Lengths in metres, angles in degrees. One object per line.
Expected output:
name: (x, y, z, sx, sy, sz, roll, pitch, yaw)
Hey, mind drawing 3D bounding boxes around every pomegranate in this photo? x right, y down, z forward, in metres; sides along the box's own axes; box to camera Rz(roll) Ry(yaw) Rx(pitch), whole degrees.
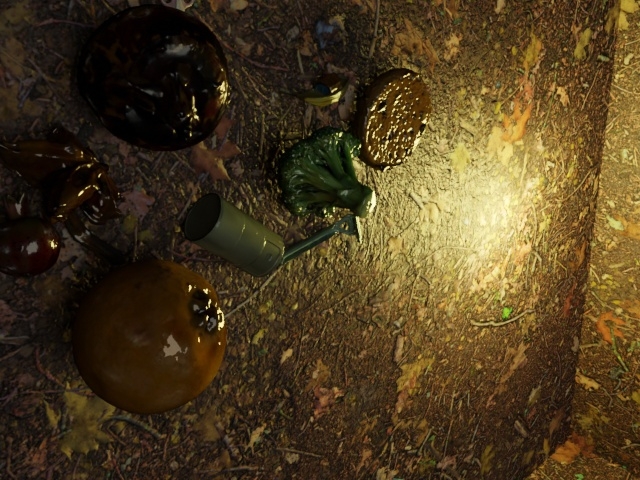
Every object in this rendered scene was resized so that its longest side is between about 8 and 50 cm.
pomegranate: (-0.552, -0.008, 1.141, 0.129, 0.129, 0.159, 19, 84, -44)

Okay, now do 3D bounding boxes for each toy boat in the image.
toy boat: (0.010, -0.381, 1.531, 0.172, 0.065, 0.066, -36, 140, -33)

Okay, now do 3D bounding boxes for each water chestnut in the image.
water chestnut: (-0.297, -0.294, 1.152, 0.300, 0.300, 0.300, -16, 116, -37)

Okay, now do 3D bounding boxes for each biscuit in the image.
biscuit: (0.196, -0.339, 1.704, 0.296, 0.075, 0.296, -22, 125, -36)

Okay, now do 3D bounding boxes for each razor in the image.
razor: (-0.007, -0.003, 1.676, 0.278, 0.056, 0.111, -24, 120, -25)

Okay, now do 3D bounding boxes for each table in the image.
table: (-0.203, -0.009, 1.442, 0.220, 0.126, 0.126, 34, 82, -44)

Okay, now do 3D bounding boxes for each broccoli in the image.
broccoli: (0.018, -0.149, 1.488, 0.269, 0.269, 0.254, -4, 123, -41)

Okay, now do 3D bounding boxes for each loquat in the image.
loquat: (-0.347, 0.196, 1.257, 0.328, 0.328, 0.328, -16, 116, -37)

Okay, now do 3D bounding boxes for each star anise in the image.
star anise: (-0.462, -0.075, 1.159, 0.148, 0.237, 0.346, -19, 135, 2)

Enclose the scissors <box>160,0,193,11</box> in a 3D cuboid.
scissors: (-0.294, -0.453, 1.264, 0.085, 0.022, 0.176, -19, 114, -40)
